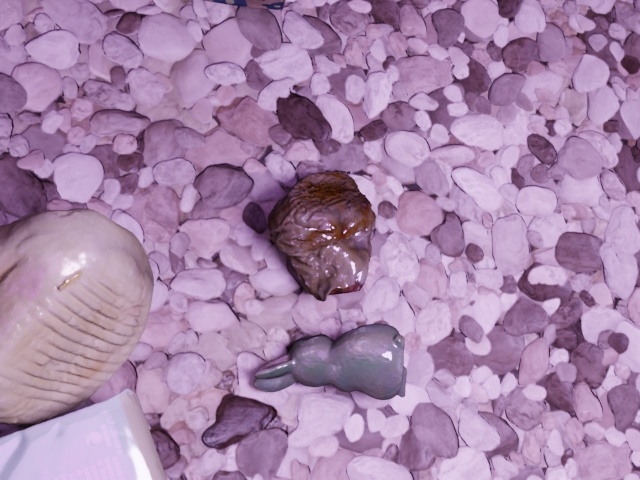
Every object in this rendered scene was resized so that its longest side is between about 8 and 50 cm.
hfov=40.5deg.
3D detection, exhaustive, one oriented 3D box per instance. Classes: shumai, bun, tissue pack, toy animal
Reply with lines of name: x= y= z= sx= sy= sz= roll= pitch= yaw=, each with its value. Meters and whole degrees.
shumai: x=-0.004 y=0.001 z=1.482 sx=0.184 sy=0.218 sz=0.185 roll=3 pitch=114 yaw=-10
bun: x=-0.401 y=0.090 z=1.235 sx=0.213 sy=0.361 sz=0.361 roll=39 pitch=69 yaw=21
tissue pack: x=-0.356 y=0.456 z=1.223 sx=0.332 sy=0.205 sz=0.404 roll=-18 pitch=82 yaw=-18
toy animal: x=0.015 y=0.197 z=1.438 sx=0.252 sy=0.125 sz=0.127 roll=0 pitch=103 yaw=1

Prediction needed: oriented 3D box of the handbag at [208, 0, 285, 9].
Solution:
handbag: x=-0.147 y=-0.515 z=1.503 sx=0.193 sy=0.251 sz=0.190 roll=3 pitch=83 yaw=-5
